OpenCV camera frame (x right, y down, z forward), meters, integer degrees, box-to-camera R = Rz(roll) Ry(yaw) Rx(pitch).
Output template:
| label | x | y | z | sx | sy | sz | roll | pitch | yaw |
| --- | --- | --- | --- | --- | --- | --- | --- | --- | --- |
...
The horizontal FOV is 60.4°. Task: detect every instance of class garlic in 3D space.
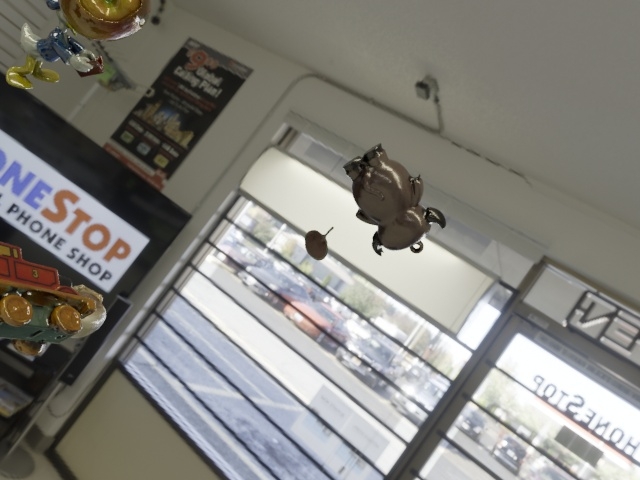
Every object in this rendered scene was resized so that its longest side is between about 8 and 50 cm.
| label | x | y | z | sx | sy | sz | roll | pitch | yaw |
| --- | --- | --- | --- | --- | --- | --- | --- | --- | --- |
| garlic | -0.818 | 0.211 | 1.730 | 0.279 | 0.132 | 0.325 | 18 | 4 | 15 |

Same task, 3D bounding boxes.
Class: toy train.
| label | x | y | z | sx | sy | sz | roll | pitch | yaw |
| --- | --- | --- | --- | --- | --- | --- | --- | --- | --- |
| toy train | -0.719 | 0.133 | 1.288 | 0.369 | 0.163 | 0.231 | 32 | 34 | -61 |

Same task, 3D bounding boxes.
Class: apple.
| label | x | y | z | sx | sy | sz | roll | pitch | yaw |
| --- | --- | --- | --- | --- | --- | --- | --- | --- | --- |
| apple | -0.583 | -0.648 | 1.489 | 0.237 | 0.237 | 0.207 | 39 | 7 | -30 |

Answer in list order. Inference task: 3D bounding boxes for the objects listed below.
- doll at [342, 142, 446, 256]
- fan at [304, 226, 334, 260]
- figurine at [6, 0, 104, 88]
| label | x | y | z | sx | sy | sz | roll | pitch | yaw |
| --- | --- | --- | --- | --- | --- | --- | --- | --- | --- |
| doll | 0.153 | -0.080 | 1.209 | 0.257 | 0.182 | 0.117 | 52 | 31 | -18 |
| fan | 0.000 | 0.000 | 1.420 | 0.005 | 0.133 | 0.085 | -21 | 71 | -43 |
| figurine | -0.848 | -0.646 | 1.799 | 0.284 | 0.338 | 0.204 | 23 | 31 | -5 |
